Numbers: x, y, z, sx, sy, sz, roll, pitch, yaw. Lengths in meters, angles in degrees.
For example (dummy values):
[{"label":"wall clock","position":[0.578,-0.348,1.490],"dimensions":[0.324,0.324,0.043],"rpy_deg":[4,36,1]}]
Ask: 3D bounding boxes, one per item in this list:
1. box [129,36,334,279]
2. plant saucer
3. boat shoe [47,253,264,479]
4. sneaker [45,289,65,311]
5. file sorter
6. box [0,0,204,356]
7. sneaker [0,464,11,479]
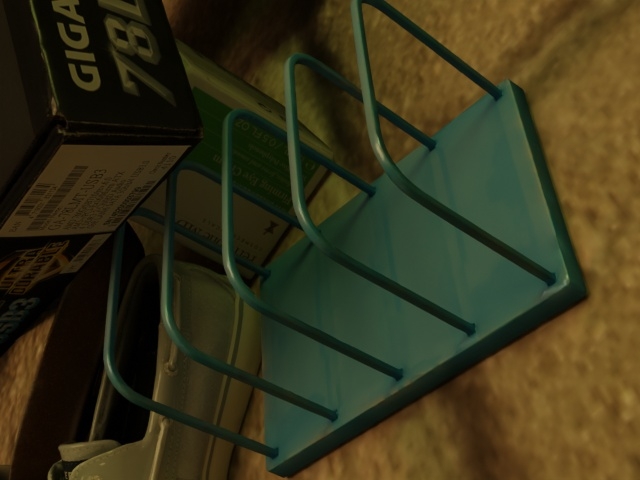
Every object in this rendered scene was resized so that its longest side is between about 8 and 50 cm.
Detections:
[{"label":"box","position":[-0.069,-0.051,0.550],"dimensions":[0.087,0.101,0.102],"rpy_deg":[-55,33,10]},{"label":"plant saucer","position":[-0.134,0.063,0.565],"dimensions":[0.168,0.029,0.168],"rpy_deg":[-163,90,-85]},{"label":"boat shoe","position":[-0.092,0.113,0.475],"dimensions":[0.079,0.081,0.227],"rpy_deg":[-18,51,47]},{"label":"sneaker","position":[-0.219,0.024,0.744],"dimensions":[0.144,0.053,0.059],"rpy_deg":[-26,44,40]},{"label":"file sorter","position":[0.000,0.000,0.416],"dimensions":[0.170,0.104,0.118],"rpy_deg":[-37,40,31]},{"label":"box","position":[-0.196,-0.101,0.511],"dimensions":[0.293,0.073,0.295],"rpy_deg":[-37,64,41]},{"label":"sneaker","position":[-0.189,0.198,0.533],"dimensions":[0.121,0.099,0.262],"rpy_deg":[-58,33,-4]}]
